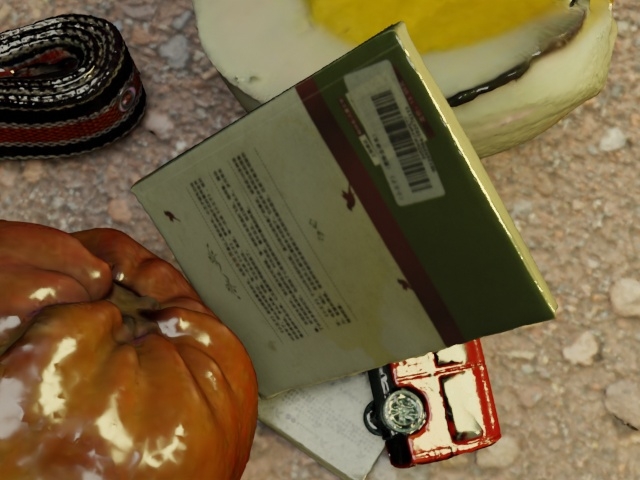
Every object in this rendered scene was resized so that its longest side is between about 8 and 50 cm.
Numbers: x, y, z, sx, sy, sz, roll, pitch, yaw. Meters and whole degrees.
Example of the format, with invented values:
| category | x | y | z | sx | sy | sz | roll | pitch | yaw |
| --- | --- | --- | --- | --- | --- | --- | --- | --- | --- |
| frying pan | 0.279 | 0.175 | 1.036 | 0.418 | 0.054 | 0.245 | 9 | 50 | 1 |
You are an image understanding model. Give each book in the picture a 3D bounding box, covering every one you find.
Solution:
| category | x | y | z | sx | sy | sz | roll | pitch | yaw |
| --- | --- | --- | --- | --- | --- | --- | --- | --- | --- |
| book | 0.000 | 0.000 | 0.672 | 0.026 | 0.289 | 0.201 | -40 | 103 | -43 |
| book | 0.028 | 0.079 | 0.812 | 0.138 | 0.016 | 0.199 | 33 | 80 | 8 |

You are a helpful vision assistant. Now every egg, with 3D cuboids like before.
| category | x | y | z | sx | sy | sz | roll | pitch | yaw |
| --- | --- | --- | --- | --- | --- | --- | --- | --- | --- |
| egg | 0.073 | -0.166 | 0.772 | 0.337 | 0.201 | 0.337 | -10 | 53 | 14 |

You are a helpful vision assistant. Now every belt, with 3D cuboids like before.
| category | x | y | z | sx | sy | sz | roll | pitch | yaw |
| --- | --- | --- | --- | --- | --- | --- | --- | --- | --- |
| belt | -0.324 | -0.099 | 0.817 | 0.359 | 0.094 | 0.126 | -15 | 53 | -5 |

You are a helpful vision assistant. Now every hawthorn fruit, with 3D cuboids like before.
| category | x | y | z | sx | sy | sz | roll | pitch | yaw |
| --- | --- | --- | --- | --- | --- | --- | --- | --- | --- |
| hawthorn fruit | -0.196 | 0.141 | 0.694 | 0.277 | 0.277 | 0.298 | 44 | 115 | 10 |

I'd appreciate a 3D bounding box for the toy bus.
| category | x | y | z | sx | sy | sz | roll | pitch | yaw |
| --- | --- | --- | --- | --- | --- | --- | --- | --- | --- |
| toy bus | 0.071 | 0.071 | 0.766 | 0.089 | 0.081 | 0.195 | -10 | 78 | -11 |
